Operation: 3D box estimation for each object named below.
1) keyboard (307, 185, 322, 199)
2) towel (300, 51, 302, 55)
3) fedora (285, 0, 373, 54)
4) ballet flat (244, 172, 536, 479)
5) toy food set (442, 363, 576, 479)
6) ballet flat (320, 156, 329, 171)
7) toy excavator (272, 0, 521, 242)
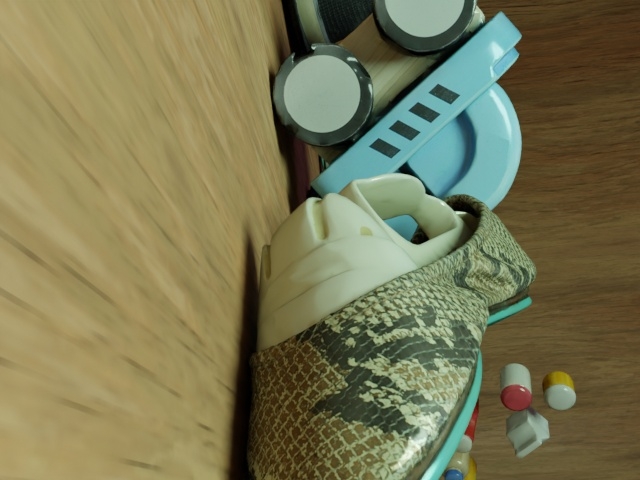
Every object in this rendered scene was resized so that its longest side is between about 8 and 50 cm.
[{"bbox_3d":[0.000,0.000,1.087,0.108,0.023,0.180,-78,164,-56],"label":"keyboard"},{"bbox_3d":[-0.029,-0.326,1.177,0.113,0.023,0.152,-7,94,-84],"label":"towel"},{"bbox_3d":[0.035,-0.417,1.049,0.334,0.152,0.334,-5,90,-79],"label":"fedora"},{"bbox_3d":[0.053,0.039,0.540,0.182,0.164,0.483,62,27,3],"label":"ballet flat"},{"bbox_3d":[0.230,0.260,0.913,0.111,0.232,0.104,40,27,-6],"label":"toy food set"},{"bbox_3d":[0.034,-0.129,1.415,0.072,0.068,0.213,79,7,-56],"label":"ballet flat"},{"bbox_3d":[0.120,-0.035,0.824,0.445,0.433,0.222,47,6,-2],"label":"toy excavator"}]
